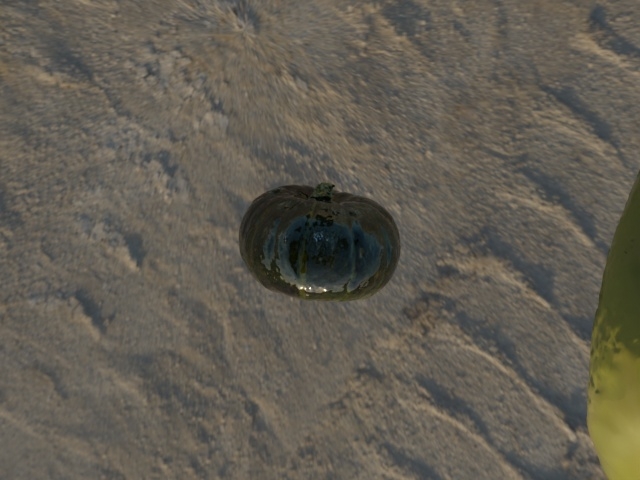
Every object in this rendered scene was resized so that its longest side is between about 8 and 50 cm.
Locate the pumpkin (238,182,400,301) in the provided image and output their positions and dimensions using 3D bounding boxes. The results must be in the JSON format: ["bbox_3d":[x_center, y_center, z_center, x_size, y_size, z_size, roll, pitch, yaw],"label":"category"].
[{"bbox_3d":[0.000,0.000,1.314,0.223,0.224,0.157,4,103,-5],"label":"pumpkin"}]

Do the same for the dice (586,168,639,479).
[{"bbox_3d":[0.277,0.048,0.453,0.233,0.238,0.227,-59,138,-25],"label":"dice"}]
